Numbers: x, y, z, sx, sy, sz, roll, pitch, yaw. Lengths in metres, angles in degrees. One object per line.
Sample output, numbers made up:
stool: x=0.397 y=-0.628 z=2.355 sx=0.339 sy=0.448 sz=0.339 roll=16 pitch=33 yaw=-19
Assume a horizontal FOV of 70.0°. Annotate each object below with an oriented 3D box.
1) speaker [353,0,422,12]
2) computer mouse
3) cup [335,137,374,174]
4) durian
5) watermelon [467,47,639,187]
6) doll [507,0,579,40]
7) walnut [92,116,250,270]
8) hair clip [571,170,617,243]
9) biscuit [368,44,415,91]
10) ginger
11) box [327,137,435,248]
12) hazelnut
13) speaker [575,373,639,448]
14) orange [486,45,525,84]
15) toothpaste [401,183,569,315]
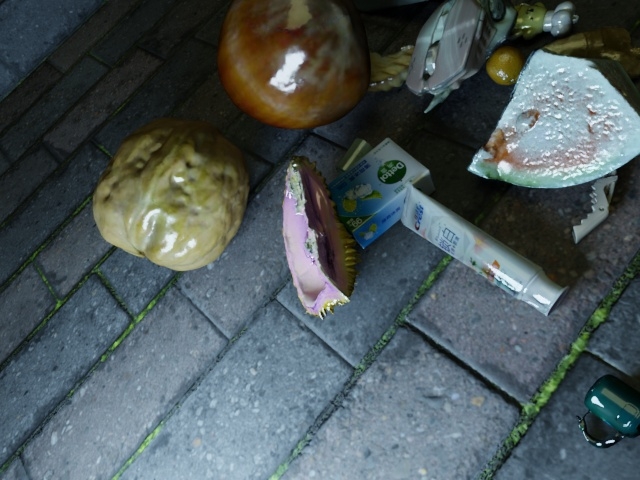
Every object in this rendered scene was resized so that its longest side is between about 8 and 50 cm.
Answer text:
speaker: x=0.227 y=-0.718 z=1.139 sx=0.184 sy=0.183 sz=0.406 roll=-47 pitch=35 yaw=-11
computer mouse: x=0.285 y=-0.437 z=0.998 sx=0.200 sy=0.115 sz=0.388 roll=3 pitch=56 yaw=55
cup: x=0.084 y=-0.174 z=1.022 sx=0.083 sy=0.075 sz=0.054 roll=-53 pitch=18 yaw=-7
durian: x=-0.001 y=-0.001 z=0.885 sx=0.113 sy=0.191 sz=0.341 roll=-10 pitch=60 yaw=-17
watermelon: x=0.409 y=-0.215 z=0.768 sx=0.320 sy=0.213 sz=0.289 roll=-39 pitch=34 yaw=4
doll: x=0.480 y=-0.486 z=1.010 sx=0.163 sy=0.062 sz=0.106 roll=14 pitch=73 yaw=29
walnut: x=-0.312 y=-0.112 z=1.014 sx=0.306 sy=0.306 sz=0.343 roll=12 pitch=69 yaw=30
hair clip: x=0.493 y=-0.088 z=0.788 sx=0.072 sy=0.034 sz=0.225 roll=15 pitch=70 yaw=30
biscuit: x=0.147 y=-0.407 z=1.117 sx=0.183 sy=0.061 sz=0.118 roll=9 pitch=68 yaw=31
ginger: x=0.533 y=-0.381 z=0.912 sx=0.206 sy=0.081 sz=0.115 roll=15 pitch=101 yaw=22
box: x=0.113 y=-0.100 z=0.943 sx=0.194 sy=0.073 sz=0.139 roll=-39 pitch=53 yaw=-1
hazelnut: x=-0.059 y=-0.423 z=1.029 sx=0.366 sy=0.365 sz=0.365 roll=-11 pitch=58 yaw=19
speaker: x=0.397 y=0.238 z=0.624 sx=0.094 sy=0.060 sz=0.075 roll=-47 pitch=53 yaw=-6
orange: x=0.394 y=-0.370 z=0.972 sx=0.085 sy=0.085 sz=0.084 roll=-11 pitch=58 yaw=19
toothpaste: x=0.269 y=0.011 z=0.805 sx=0.066 sy=0.100 sz=0.323 roll=-31 pitch=51 yaw=-28
